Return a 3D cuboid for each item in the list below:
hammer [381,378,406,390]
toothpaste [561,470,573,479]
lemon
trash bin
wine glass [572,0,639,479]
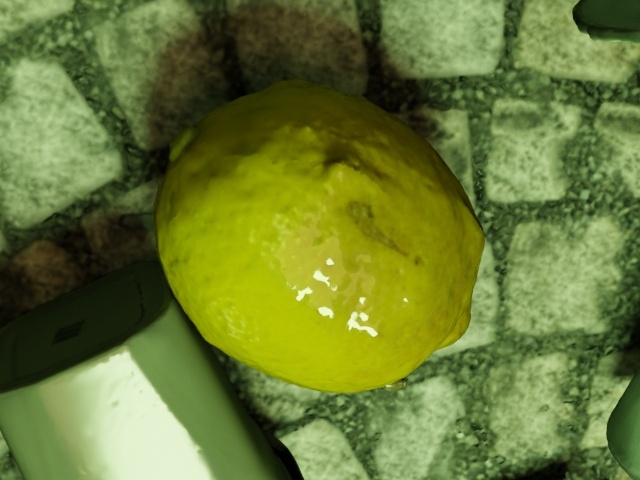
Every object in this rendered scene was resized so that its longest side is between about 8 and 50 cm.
[{"bbox_3d":[0.075,0.080,1.333,0.029,0.014,0.123,2,112,-23],"label":"hammer"},{"bbox_3d":[0.111,0.304,1.419,0.299,0.073,0.114,-22,118,6],"label":"toothpaste"},{"bbox_3d":[0.000,0.000,1.164,0.288,0.233,0.233,30,105,-18],"label":"lemon"},{"bbox_3d":[-0.148,0.172,1.219,0.219,0.219,0.250,-26,110,-3],"label":"trash bin"},{"bbox_3d":[0.339,-0.014,1.225,0.267,0.267,0.406,-17,113,-5],"label":"wine glass"}]
